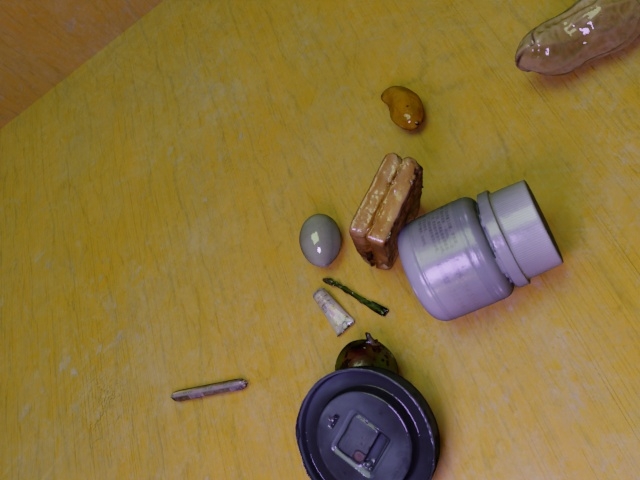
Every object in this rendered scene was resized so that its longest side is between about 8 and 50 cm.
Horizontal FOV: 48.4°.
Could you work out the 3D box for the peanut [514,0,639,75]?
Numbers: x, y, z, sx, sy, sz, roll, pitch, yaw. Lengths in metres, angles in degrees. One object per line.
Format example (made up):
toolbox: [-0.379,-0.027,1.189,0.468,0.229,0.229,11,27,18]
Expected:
peanut: [0.642,-0.504,1.740,0.340,0.158,0.174,-30,13,21]

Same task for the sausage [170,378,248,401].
sausage: [-0.306,0.408,1.941,0.269,0.033,0.033,-16,57,26]

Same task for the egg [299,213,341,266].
egg: [0.000,0.000,1.912,0.114,0.114,0.152,-19,61,24]

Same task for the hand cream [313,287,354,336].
hand cream: [0.028,0.181,1.846,0.061,0.039,0.143,-43,54,3]

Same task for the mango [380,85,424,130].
mango: [0.234,-0.375,1.996,0.098,0.075,0.190,-32,44,8]

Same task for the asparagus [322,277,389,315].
asparagus: [0.084,0.140,1.841,0.022,0.023,0.232,-22,35,-38]

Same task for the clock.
clock: [0.101,0.430,1.540,0.325,0.067,0.325,2,94,27]

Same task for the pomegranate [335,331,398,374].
pomegranate: [0.091,0.328,1.648,0.156,0.156,0.220,28,86,41]

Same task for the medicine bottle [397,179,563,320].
medicine bottle: [0.352,0.020,1.579,0.306,0.245,0.245,-25,53,20]

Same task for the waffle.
waffle: [0.163,-0.058,1.699,0.098,0.328,0.224,25,81,12]
